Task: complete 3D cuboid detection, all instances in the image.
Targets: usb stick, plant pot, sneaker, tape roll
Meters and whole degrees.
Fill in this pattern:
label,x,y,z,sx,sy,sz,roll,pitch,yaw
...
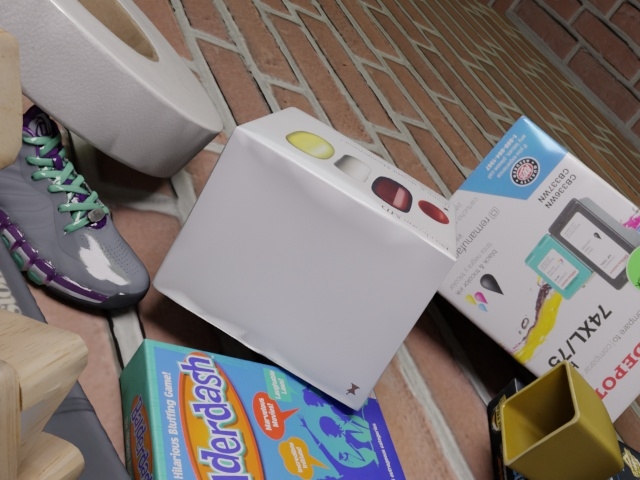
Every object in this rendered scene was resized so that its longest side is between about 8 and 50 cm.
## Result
label,x,y,z,sx,sy,sz,roll,pitch,yaw
usb stick,-0.204,0.072,0.486,0.077,0.045,0.278,-4,48,-50
plant pot,0.218,0.174,0.671,0.083,0.081,0.081,41,27,-12
sneaker,-0.214,-0.042,0.585,0.224,0.098,0.083,38,28,2
tape roll,-0.247,-0.223,0.698,0.392,0.072,0.392,47,8,-9

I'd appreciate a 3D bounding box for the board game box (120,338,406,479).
label,x,y,z,sx,sy,sz,roll,pitch,yaw
board game box,-0.032,0.162,0.541,0.210,0.047,0.160,17,34,-31

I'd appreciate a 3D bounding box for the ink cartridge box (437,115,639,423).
label,x,y,z,sx,sy,sz,roll,pitch,yaw
ink cartridge box,0.257,0.031,0.848,0.270,0.198,0.197,40,7,6

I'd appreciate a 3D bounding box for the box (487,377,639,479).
label,x,y,z,sx,sy,sz,roll,pitch,yaw
box,0.248,0.253,0.717,0.175,0.051,0.220,31,29,-11

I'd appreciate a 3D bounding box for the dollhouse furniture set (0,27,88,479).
label,x,y,z,sx,sy,sz,roll,pitch,yaw
dollhouse furniture set,-0.311,-0.062,0.262,0.394,0.362,0.256,15,21,19

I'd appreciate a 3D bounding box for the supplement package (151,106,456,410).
label,x,y,z,sx,sy,sz,roll,pitch,yaw
supplement package,0.000,0.000,0.660,0.194,0.149,0.203,31,17,1
